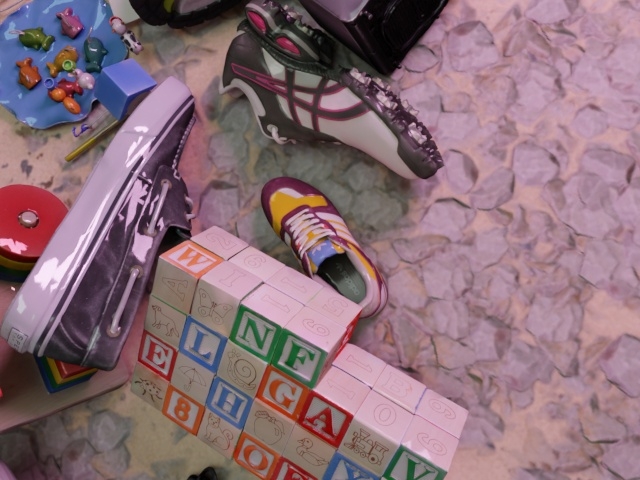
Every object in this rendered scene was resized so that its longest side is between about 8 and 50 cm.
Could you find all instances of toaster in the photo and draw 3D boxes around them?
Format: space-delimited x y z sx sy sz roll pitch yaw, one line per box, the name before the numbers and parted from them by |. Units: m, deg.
toaster | 0.069 -0.272 0.589 0.110 0.186 0.168 42 101 17

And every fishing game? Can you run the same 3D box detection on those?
fishing game | -0.331 -0.231 0.735 0.189 0.041 0.264 -31 78 4

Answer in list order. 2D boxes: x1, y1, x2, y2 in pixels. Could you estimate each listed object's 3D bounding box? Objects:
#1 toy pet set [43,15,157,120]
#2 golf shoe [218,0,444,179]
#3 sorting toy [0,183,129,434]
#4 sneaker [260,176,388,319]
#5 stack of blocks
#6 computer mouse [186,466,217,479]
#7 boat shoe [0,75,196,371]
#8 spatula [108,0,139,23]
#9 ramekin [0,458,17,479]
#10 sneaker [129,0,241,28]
toy pet set | -0.250 -0.188 0.676 0.122 0.065 0.114 -44 86 2
golf shoe | 0.008 -0.137 0.630 0.273 0.105 0.120 44 111 19
sorting toy | -0.342 0.058 0.584 0.089 0.257 0.255 -40 73 42
sneaker | 0.000 0.000 0.607 0.069 0.084 0.185 -44 76 4
stack of blocks | -0.022 0.135 0.556 0.297 0.087 0.171 29 119 14
computer mouse | -0.073 0.342 0.541 0.262 0.060 0.184 13 87 40
boat shoe | -0.190 -0.022 0.617 0.119 0.121 0.335 30 59 -18
spatula | -0.201 -0.396 0.739 0.168 0.019 0.242 -17 79 11
ramekin | -0.407 0.314 0.570 0.273 0.273 0.127 -40 64 5
sneaker | -0.075 -0.342 0.654 0.300 0.111 0.121 -14 77 4
